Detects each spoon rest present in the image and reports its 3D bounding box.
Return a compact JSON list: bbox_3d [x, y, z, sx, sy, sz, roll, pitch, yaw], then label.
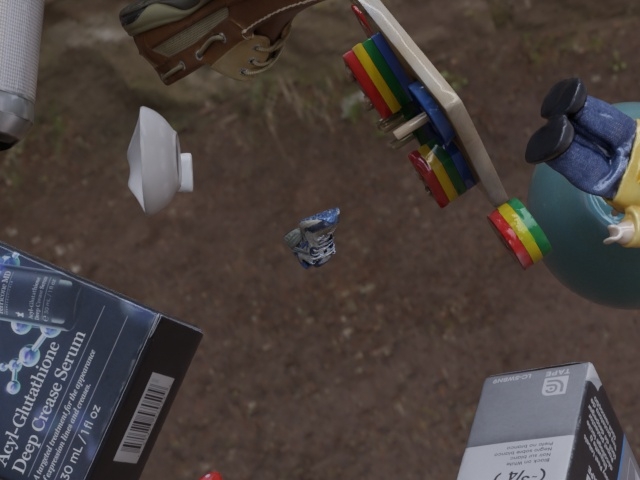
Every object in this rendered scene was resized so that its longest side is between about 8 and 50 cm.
[{"bbox_3d":[-0.216,-0.094,1.853,0.084,0.137,0.276,-4,-3,1],"label":"spoon rest"}]

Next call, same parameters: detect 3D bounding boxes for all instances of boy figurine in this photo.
[{"bbox_3d":[0.365,-0.067,1.589,0.177,0.285,0.092,-67,15,-13],"label":"boy figurine"}]

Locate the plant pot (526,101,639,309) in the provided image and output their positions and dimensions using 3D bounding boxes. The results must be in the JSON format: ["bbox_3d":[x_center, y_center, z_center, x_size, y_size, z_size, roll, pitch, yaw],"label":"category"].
[{"bbox_3d":[0.418,-0.060,1.924,0.290,0.290,0.195,-20,-11,7],"label":"plant pot"}]

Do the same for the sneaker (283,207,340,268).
[{"bbox_3d":[0.000,0.000,1.771,0.052,0.058,0.135,-21,-8,-20],"label":"sneaker"}]

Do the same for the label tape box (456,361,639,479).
[{"bbox_3d":[0.180,0.298,1.119,0.106,0.241,0.334,-11,34,28],"label":"label tape box"}]

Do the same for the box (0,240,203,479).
[{"bbox_3d":[-0.420,0.176,2.050,0.395,0.212,0.293,22,85,16],"label":"box"}]

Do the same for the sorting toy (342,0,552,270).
[{"bbox_3d":[0.059,-0.097,1.003,0.046,0.132,0.274,-34,55,1],"label":"sorting toy"}]

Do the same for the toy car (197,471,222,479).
[{"bbox_3d":[-0.065,0.375,1.536,0.225,0.239,0.053,-3,2,42],"label":"toy car"}]

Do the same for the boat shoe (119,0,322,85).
[{"bbox_3d":[-0.084,-0.239,1.560,0.324,0.120,0.122,-5,22,48],"label":"boat shoe"}]

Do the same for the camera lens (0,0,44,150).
[{"bbox_3d":[-0.335,-0.208,1.168,0.219,0.274,0.219,5,-3,0],"label":"camera lens"}]
